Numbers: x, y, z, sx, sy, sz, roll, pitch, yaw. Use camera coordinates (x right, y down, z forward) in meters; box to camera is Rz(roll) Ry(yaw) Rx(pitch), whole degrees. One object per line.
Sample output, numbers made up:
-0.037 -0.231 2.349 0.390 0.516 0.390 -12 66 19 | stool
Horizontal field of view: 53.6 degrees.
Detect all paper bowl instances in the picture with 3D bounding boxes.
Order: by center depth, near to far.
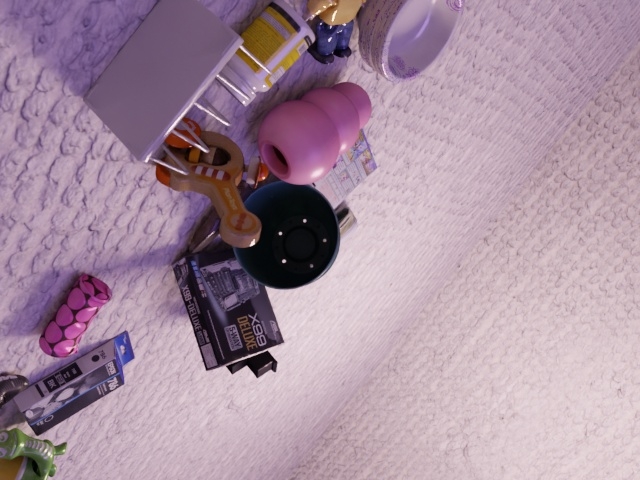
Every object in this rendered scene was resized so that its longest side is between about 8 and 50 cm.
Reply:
0.206 -0.543 1.549 0.284 0.148 0.284 -33 151 -21 | paper bowl

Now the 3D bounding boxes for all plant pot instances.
-0.076 -0.004 1.785 0.293 0.293 0.235 -46 169 2 | plant pot

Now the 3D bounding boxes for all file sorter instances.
-0.259 -0.288 1.199 0.278 0.193 0.173 -49 157 7 | file sorter

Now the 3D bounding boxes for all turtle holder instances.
-0.805 0.625 1.643 0.227 0.243 0.320 19 154 -21 | turtle holder

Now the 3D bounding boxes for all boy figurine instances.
0.033 -0.528 1.386 0.177 0.092 0.285 -30 149 -28 | boy figurine

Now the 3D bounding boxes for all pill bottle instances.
-0.122 -0.390 1.329 0.208 0.119 0.119 -46 154 1 | pill bottle

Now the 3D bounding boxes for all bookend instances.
-0.262 0.437 2.267 0.156 0.157 0.072 -29 149 -30 | bookend

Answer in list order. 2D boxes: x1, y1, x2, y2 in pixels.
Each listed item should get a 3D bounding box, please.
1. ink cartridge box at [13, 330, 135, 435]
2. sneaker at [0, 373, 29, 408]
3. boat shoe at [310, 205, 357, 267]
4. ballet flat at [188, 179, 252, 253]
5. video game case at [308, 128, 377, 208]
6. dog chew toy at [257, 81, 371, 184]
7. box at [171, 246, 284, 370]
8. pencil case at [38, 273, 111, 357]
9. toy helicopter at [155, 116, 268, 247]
-0.654 0.392 1.746 0.332 0.065 0.165 -32 150 -27 | ink cartridge box
-0.798 0.400 1.497 0.234 0.106 0.078 -20 145 -41 | sneaker
0.000 0.000 2.108 0.302 0.109 0.094 -45 140 -20 | boat shoe
-0.272 -0.064 1.662 0.250 0.058 0.084 -48 176 19 | ballet flat
0.041 -0.212 1.883 0.244 0.061 0.269 -43 154 -4 | video game case
0.003 -0.284 1.582 0.332 0.206 0.207 -40 154 -28 | dog chew toy
-0.252 0.179 1.755 0.076 0.307 0.242 -26 170 40 | box
-0.582 0.183 1.518 0.098 0.095 0.209 30 109 -27 | pencil case
-0.197 -0.116 1.343 0.235 0.355 0.140 -5 136 -29 | toy helicopter
